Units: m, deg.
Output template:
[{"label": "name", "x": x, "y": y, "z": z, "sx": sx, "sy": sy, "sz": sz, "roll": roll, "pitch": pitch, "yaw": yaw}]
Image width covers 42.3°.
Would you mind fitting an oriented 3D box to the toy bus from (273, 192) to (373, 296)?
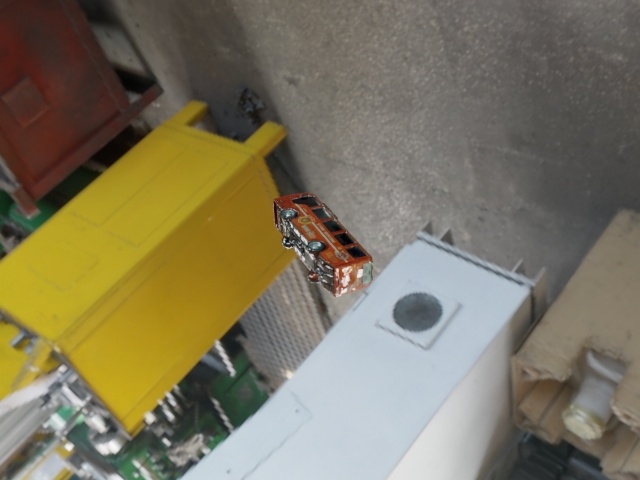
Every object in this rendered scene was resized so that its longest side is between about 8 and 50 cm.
[{"label": "toy bus", "x": 0.000, "y": 0.000, "z": 0.629, "sx": 0.110, "sy": 0.043, "sz": 0.031, "roll": -130, "pitch": 30, "yaw": -49}]
